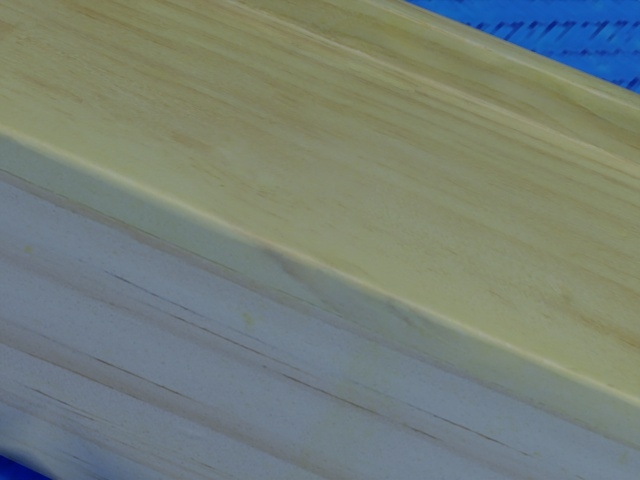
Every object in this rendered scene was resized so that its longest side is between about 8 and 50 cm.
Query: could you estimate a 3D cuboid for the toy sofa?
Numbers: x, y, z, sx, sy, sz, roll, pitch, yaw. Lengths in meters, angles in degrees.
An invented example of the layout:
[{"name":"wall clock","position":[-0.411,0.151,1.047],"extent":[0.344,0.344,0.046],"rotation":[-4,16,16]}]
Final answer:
[{"name":"toy sofa","position":[0.000,0.000,0.503],"extent":[0.363,0.177,0.150],"rotation":[23,33,7]}]
